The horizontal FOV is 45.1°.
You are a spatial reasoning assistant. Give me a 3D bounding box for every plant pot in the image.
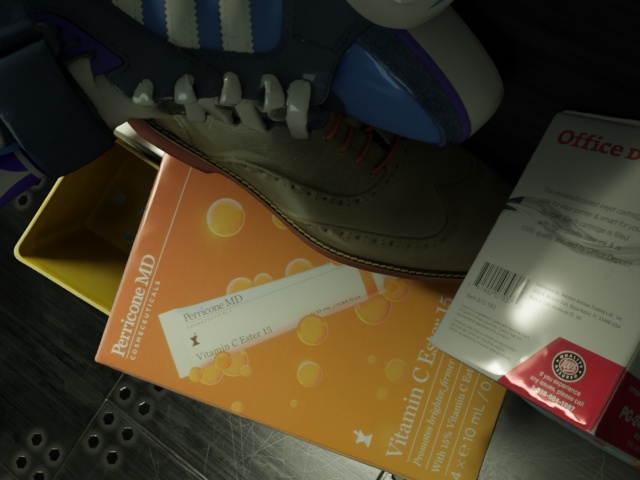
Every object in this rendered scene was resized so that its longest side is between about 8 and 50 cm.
[{"bbox_3d":[-0.274,-0.026,1.124,0.212,0.212,0.187,34,-173,-9],"label":"plant pot"}]

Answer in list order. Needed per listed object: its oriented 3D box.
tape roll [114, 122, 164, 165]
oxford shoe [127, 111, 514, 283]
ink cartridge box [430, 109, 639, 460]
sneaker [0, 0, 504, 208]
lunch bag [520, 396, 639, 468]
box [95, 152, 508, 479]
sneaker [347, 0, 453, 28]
[{"bbox_3d":[-0.162,-0.099,1.188,0.392,0.072,0.392,32,175,3],"label":"tape roll"},{"bbox_3d":[0.008,-0.067,0.552,0.348,0.123,0.130,23,164,-5],"label":"oxford shoe"},{"bbox_3d":[0.144,0.018,0.402,0.063,0.150,0.109,32,177,-39],"label":"ink cartridge box"},{"bbox_3d":[-0.092,-0.079,0.422,0.322,0.236,0.130,34,175,-1],"label":"sneaker"},{"bbox_3d":[0.364,0.200,1.033,0.279,0.108,0.224,28,170,36],"label":"lunch bag"},{"bbox_3d":[0.006,0.063,0.725,0.345,0.215,0.168,18,180,8],"label":"box"},{"bbox_3d":[0.022,-0.116,0.247,0.085,0.086,0.237,31,176,2],"label":"sneaker"}]
